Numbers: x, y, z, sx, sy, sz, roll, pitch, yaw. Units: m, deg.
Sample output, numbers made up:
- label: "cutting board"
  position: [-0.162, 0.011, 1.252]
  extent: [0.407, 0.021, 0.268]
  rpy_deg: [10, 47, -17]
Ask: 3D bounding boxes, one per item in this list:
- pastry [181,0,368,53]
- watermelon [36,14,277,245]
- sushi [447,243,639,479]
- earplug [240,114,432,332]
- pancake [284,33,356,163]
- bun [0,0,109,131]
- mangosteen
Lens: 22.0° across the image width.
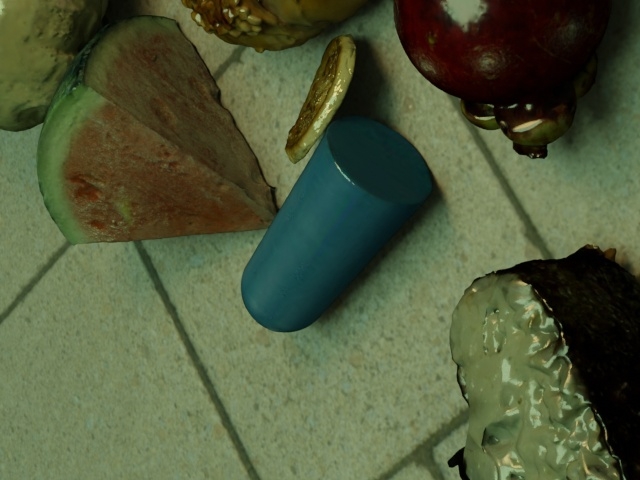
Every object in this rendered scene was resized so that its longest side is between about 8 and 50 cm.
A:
- label: "pastry"
  position: [-0.066, -0.355, 1.833]
  extent: [0.316, 0.184, 0.284]
  rpy_deg: [-11, 86, 43]
- label: "watermelon"
  position: [-0.222, -0.097, 1.967]
  extent: [0.293, 0.250, 0.283]
  rpy_deg: [37, 123, 37]
- label: "sushi"
  position: [0.253, 0.182, 1.586]
  extent: [0.234, 0.208, 0.348]
  rpy_deg: [-43, 59, 50]
- label: "earplug"
  position: [0.000, 0.000, 1.852]
  extent: [0.132, 0.132, 0.273]
  rpy_deg: [56, 131, 24]
- label: "pancake"
  position: [0.000, -0.160, 1.838]
  extent: [0.158, 0.028, 0.158]
  rpy_deg: [-61, 13, 25]
- label: "bun"
  position: [-0.381, -0.298, 2.099]
  extent: [0.360, 0.211, 0.359]
  rpy_deg: [-38, 43, 47]
- label: "mangosteen"
  position: [0.186, -0.200, 1.608]
  extent: [0.215, 0.215, 0.257]
  rpy_deg: [-5, 107, 43]
